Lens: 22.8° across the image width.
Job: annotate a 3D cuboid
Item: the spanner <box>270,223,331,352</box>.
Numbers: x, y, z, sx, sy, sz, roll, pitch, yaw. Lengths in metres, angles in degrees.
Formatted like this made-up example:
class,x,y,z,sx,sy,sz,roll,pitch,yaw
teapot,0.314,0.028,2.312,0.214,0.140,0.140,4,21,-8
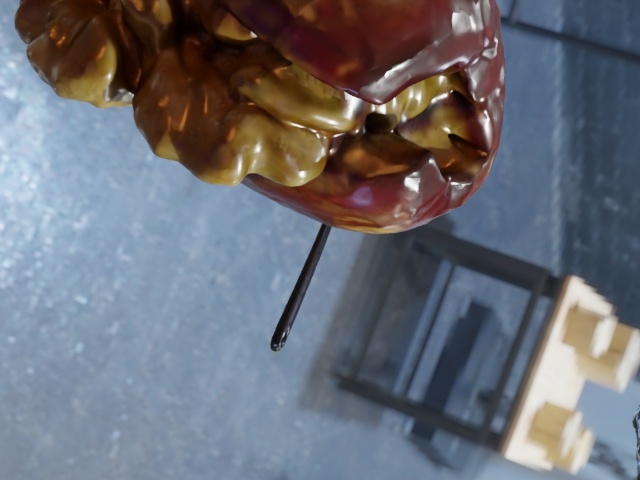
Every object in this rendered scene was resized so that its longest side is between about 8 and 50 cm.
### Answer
class,x,y,z,sx,sy,sz,roll,pitch,yaw
spanner,0.000,0.000,1.334,0.046,0.012,0.209,74,35,-68

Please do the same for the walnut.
class,x,y,z,sx,sy,sz,roll,pitch,yaw
walnut,-0.032,-0.126,0.842,0.243,0.269,0.222,-21,143,-40

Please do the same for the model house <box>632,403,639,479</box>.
class,x,y,z,sx,sy,sz,roll,pitch,yaw
model house,0.334,0.358,1.296,0.382,0.334,0.343,-71,-173,-63
